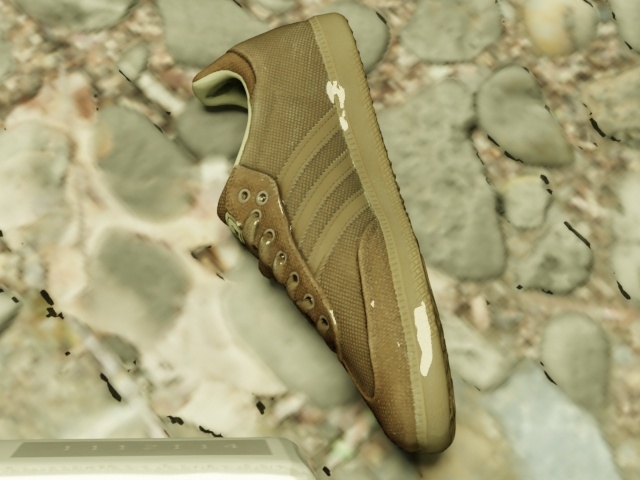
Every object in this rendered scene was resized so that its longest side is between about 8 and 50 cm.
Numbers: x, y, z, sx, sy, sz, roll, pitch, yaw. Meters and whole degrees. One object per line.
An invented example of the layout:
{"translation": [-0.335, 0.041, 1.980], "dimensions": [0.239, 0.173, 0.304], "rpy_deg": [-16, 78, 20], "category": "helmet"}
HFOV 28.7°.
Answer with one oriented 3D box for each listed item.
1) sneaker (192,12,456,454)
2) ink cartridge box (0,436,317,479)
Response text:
{"translation": [0.000, 0.000, 0.481], "dimensions": [0.071, 0.066, 0.188], "rpy_deg": [-16, 60, 4], "category": "sneaker"}
{"translation": [-0.151, 0.190, 0.356], "dimensions": [0.296, 0.066, 0.261], "rpy_deg": [1, 89, -6], "category": "ink cartridge box"}
